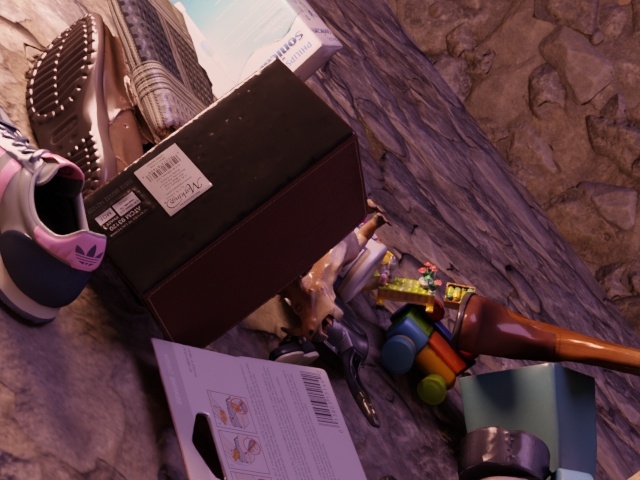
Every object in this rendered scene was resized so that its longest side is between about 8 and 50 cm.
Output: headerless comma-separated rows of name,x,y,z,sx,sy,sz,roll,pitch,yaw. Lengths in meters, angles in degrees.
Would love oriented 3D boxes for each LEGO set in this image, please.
LEGO set,0.119,0.029,1.886,0.287,0.107,0.132,30,41,34

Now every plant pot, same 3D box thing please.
plant pot,0.333,0.330,1.815,0.165,0.166,0.234,23,60,-51

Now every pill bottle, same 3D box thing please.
pill bottle,0.000,0.000,1.808,0.187,0.112,0.112,38,19,9

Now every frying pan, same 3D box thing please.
frying pan,0.010,0.125,1.643,0.197,0.053,0.326,45,7,-14

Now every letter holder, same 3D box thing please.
letter holder,-0.106,-0.029,1.378,0.152,0.302,0.214,46,-13,26

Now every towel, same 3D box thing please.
towel,-0.218,-0.241,1.624,0.324,0.056,0.312,39,28,-73

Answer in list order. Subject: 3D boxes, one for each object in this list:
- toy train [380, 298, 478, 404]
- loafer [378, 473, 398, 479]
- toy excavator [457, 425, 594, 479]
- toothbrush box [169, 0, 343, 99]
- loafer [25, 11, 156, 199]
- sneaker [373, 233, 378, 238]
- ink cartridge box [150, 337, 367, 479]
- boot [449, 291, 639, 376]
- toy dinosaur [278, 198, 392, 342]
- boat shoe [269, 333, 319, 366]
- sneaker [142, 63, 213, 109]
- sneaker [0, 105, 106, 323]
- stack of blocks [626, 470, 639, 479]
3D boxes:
toy train,0.201,0.221,1.882,0.248,0.105,0.143,48,30,-4
loafer,0.176,0.402,1.520,0.267,0.084,0.096,49,20,-2
toy excavator,0.348,0.453,1.371,0.445,0.433,0.222,11,48,5
toothbrush box,-0.141,-0.388,2.072,0.295,0.216,0.126,51,21,6
loafer,-0.288,-0.139,1.488,0.130,0.134,0.365,35,34,-44
sneaker,0.057,-0.018,2.075,0.118,0.042,0.067,48,15,18
ink cartridge box,-0.065,0.258,1.307,0.261,0.066,0.296,15,37,-36
boot,0.355,0.165,1.775,0.281,0.096,0.264,14,-9,27
toy dinosaur,-0.013,0.004,1.636,0.127,0.200,0.295,40,9,-16
boat shoe,-0.043,0.151,1.567,0.042,0.049,0.133,58,15,12
sneaker,-0.218,-0.237,1.844,0.090,0.081,0.232,38,23,-16
sneaker,-0.317,-0.069,1.270,0.112,0.131,0.319,15,39,-55
stack of blocks,0.390,0.433,1.599,0.087,0.297,0.171,49,20,5
